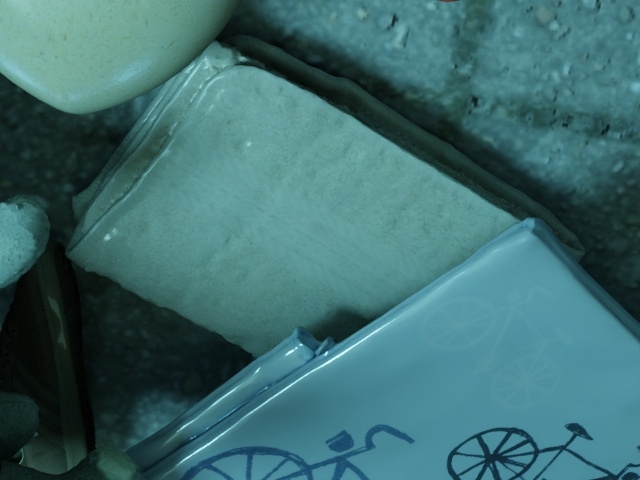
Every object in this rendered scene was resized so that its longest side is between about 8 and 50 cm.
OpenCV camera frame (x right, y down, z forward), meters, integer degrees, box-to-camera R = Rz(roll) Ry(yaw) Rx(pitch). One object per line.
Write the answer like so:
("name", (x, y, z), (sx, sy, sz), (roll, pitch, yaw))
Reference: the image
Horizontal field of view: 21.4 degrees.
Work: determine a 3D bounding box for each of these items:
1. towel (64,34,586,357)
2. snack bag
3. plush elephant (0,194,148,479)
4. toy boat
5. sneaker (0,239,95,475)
("towel", (0.000, 0.000, 1.049), (0.282, 0.049, 0.187), (31, 118, -20))
("snack bag", (0.079, 0.139, 1.104), (0.342, 0.037, 0.323), (-35, 132, 19))
("plush elephant", (-0.247, 0.056, 0.915), (0.330, 0.272, 0.255), (12, 101, 12))
("toy boat", (-0.055, -0.187, 0.887), (0.318, 0.148, 0.267), (11, 117, 0))
("sneaker", (-0.188, 0.086, 1.085), (0.071, 0.066, 0.188), (-3, 122, -1))
